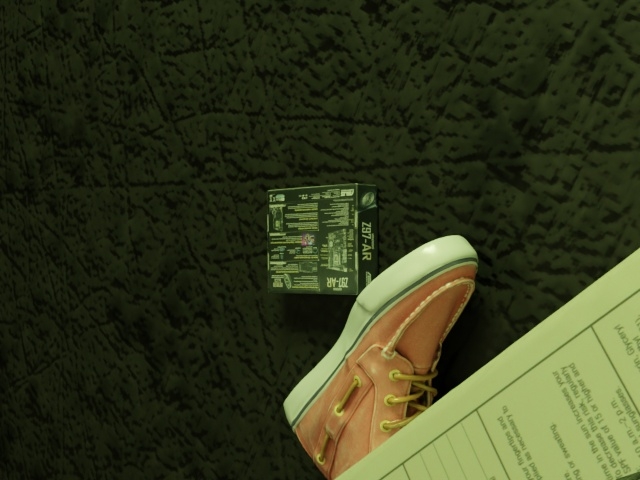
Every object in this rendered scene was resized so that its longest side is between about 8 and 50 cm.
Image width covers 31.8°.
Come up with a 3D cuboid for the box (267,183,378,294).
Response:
[{"bbox_3d":[0.000,0.000,0.694,0.083,0.018,0.067,-3,88,47],"label":"box"}]

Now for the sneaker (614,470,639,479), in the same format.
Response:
[{"bbox_3d":[0.101,0.293,0.375,0.202,0.185,0.482,7,112,35],"label":"sneaker"}]

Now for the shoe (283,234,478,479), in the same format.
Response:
[{"bbox_3d":[0.045,0.080,0.616,0.178,0.063,0.081,-54,54,39],"label":"shoe"}]

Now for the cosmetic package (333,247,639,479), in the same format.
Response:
[{"bbox_3d":[0.145,0.107,0.468,0.309,0.113,0.160,-44,59,38],"label":"cosmetic package"}]
